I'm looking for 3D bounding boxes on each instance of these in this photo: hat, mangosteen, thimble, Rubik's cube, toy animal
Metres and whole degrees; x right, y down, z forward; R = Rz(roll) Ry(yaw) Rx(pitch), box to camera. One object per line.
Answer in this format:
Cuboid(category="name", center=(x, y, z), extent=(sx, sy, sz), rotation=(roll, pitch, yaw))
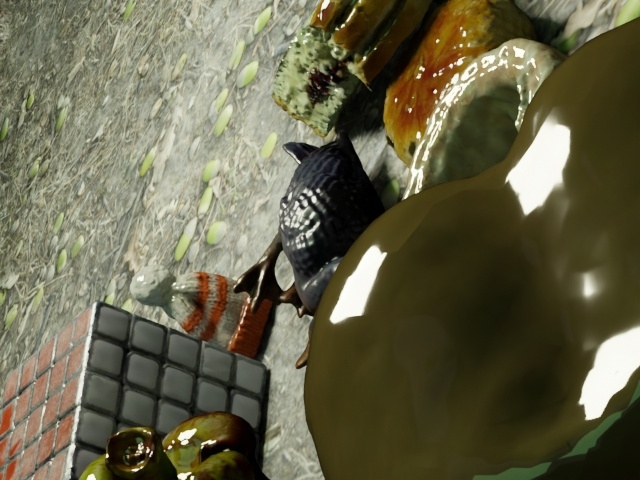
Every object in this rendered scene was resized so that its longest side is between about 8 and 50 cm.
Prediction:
Cuboid(category="hat", center=(-0.146, 0.077, 1.741), extent=(0.093, 0.162, 0.112), rotation=(-17, 51, 60))
Cuboid(category="mangosteen", center=(-0.108, 0.316, 1.345), extent=(0.297, 0.297, 0.313), rotation=(-24, 64, 54))
Cuboid(category="thimble", center=(0.174, -0.050, 1.267), extent=(0.229, 0.148, 0.196), rotation=(-55, 29, 19))
Cuboid(category="Rubik's cube", center=(-0.222, 0.245, 1.676), extent=(0.237, 0.237, 0.238), rotation=(-35, 41, 45))
Cuboid(category="toy animal", center=(0.000, 0.000, 1.579), extent=(0.185, 0.122, 0.298), rotation=(130, 157, -51))

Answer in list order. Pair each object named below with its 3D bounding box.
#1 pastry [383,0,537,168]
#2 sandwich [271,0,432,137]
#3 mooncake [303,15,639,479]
Cuboid(category="pastry", center=(0.136, -0.154, 1.471), extent=(0.182, 0.093, 0.192), rotation=(-41, 37, 45))
Cuboid(category="sandwich", center=(0.025, -0.216, 1.621), extent=(0.288, 0.100, 0.254), rotation=(-52, 6, 29))
Cuboid(category="mooncake", center=(0.219, 0.094, 0.739), extent=(0.467, 0.467, 0.262), rotation=(-51, 38, 29))
